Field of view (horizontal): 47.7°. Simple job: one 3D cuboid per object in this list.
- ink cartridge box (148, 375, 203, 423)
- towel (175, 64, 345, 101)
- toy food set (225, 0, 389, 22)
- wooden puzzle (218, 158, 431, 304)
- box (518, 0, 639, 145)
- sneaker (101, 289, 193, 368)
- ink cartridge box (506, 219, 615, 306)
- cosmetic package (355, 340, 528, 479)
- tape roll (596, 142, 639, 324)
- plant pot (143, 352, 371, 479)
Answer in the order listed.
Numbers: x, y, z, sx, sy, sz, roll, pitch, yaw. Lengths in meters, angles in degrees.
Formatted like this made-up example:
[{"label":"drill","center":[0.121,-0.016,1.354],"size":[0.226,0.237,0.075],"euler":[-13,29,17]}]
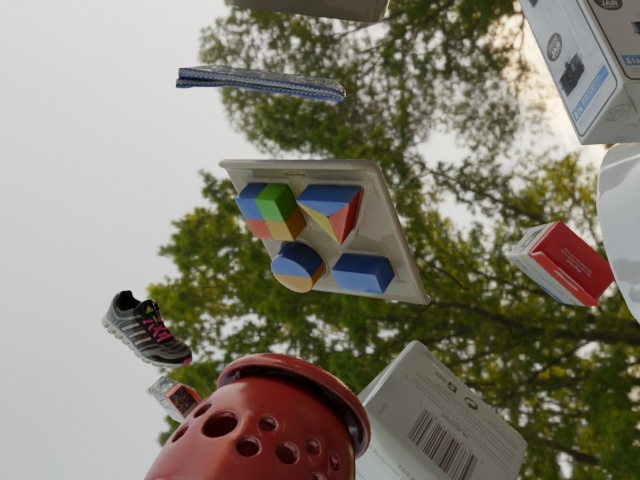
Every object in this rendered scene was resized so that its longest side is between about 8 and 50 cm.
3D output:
[{"label":"ink cartridge box","center":[-0.190,0.226,0.997],"size":[0.029,0.115,0.063],"euler":[-43,-68,-26]},{"label":"towel","center":[-0.085,-0.247,1.156],"size":[0.336,0.243,0.040],"euler":[-91,7,-76]},{"label":"toy food set","center":[-0.006,-0.471,1.129],"size":[0.306,0.219,0.092],"euler":[1,-133,-16]},{"label":"wooden puzzle","center":[0.000,0.000,1.278],"size":[0.080,0.322,0.348],"euler":[-58,-44,-33]},{"label":"box","center":[0.310,-0.240,0.746],"size":[0.087,0.169,0.290],"euler":[103,161,-57]},{"label":"sneaker","center":[-0.263,0.131,1.104],"size":[0.063,0.170,0.074],"euler":[-21,-45,-57]},{"label":"ink cartridge box","center":[0.416,0.041,1.242],"size":[0.134,0.231,0.078],"euler":[42,-91,3]},{"label":"cosmetic package","center":[0.147,0.488,1.479],"size":[0.329,0.393,0.327],"euler":[43,-152,7]},{"label":"tape roll","center":[0.450,-0.004,0.858],"size":[0.286,0.100,0.286],"euler":[17,-117,-35]},{"label":"plant pot","center":[-0.054,0.216,0.701],"size":[0.191,0.191,0.174],"euler":[58,-141,-30]}]
